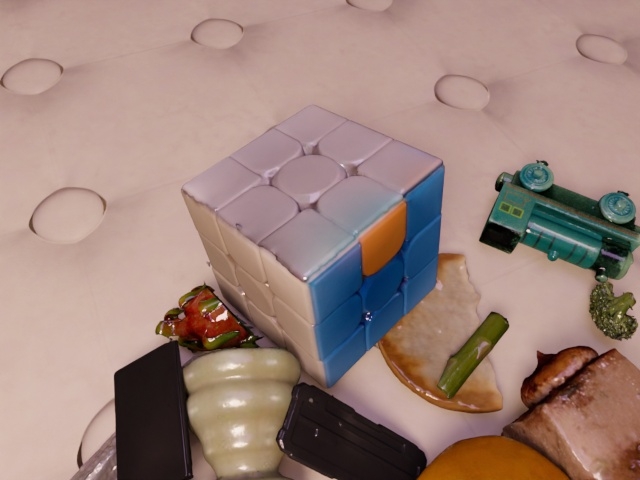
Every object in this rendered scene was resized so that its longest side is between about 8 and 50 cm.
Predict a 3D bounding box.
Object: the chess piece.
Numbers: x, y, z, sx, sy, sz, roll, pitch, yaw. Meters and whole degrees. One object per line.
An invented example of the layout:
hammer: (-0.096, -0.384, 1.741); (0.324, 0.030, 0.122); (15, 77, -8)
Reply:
chess piece: (-0.101, 0.332, 0.703); (0.182, 0.182, 0.331); (-5, 60, -6)

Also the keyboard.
keyboard: (0.054, 0.301, 0.732); (0.262, 0.016, 0.106); (35, 54, -20)

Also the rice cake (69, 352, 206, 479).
rice cake: (-0.269, 0.283, 0.791); (0.049, 0.055, 0.270); (2, 41, 50)

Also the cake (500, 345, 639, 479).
cake: (0.391, 0.292, 0.728); (0.198, 0.196, 0.293); (-26, 61, -18)

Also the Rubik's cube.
Rubik's cube: (0.000, 0.000, 0.835); (0.290, 0.292, 0.291); (-39, 53, -24)

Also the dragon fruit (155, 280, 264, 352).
dragon fruit: (-0.188, 0.141, 0.870); (0.174, 0.138, 0.142); (-22, 29, 8)

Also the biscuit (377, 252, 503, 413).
biscuit: (0.198, 0.158, 0.912); (0.204, 0.040, 0.309); (-1, 54, -4)

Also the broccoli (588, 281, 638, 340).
broccoli: (0.535, 0.124, 0.923); (0.095, 0.092, 0.097); (50, 38, 13)

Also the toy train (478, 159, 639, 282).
toy train: (0.481, -0.030, 1.022); (0.298, 0.120, 0.194); (24, 64, 14)

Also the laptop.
laptop: (-0.243, 0.256, 0.726); (0.135, 0.016, 0.197); (-28, 56, 19)

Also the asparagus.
asparagus: (0.250, 0.190, 0.843); (0.178, 0.041, 0.045); (-41, 42, -23)

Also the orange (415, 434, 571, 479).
orange: (0.227, 0.371, 0.643); (0.248, 0.183, 0.249); (-6, 66, 13)
